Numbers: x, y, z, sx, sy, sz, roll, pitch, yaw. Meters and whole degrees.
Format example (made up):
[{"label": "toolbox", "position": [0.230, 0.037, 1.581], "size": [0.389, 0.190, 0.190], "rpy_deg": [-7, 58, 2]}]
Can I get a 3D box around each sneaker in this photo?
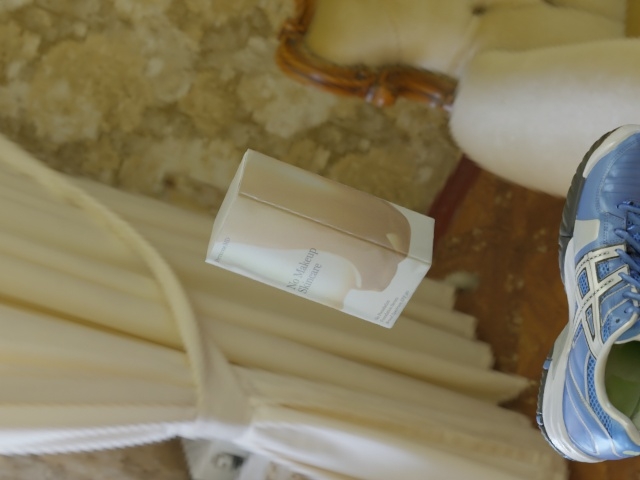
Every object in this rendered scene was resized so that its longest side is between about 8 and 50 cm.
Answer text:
[{"label": "sneaker", "position": [0.191, 0.033, 0.801], "size": [0.081, 0.080, 0.211], "rpy_deg": [175, 102, -71]}]

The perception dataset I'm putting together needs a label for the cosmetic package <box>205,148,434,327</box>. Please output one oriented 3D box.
[{"label": "cosmetic package", "position": [0.000, 0.000, 0.735], "size": [0.041, 0.115, 0.060], "rpy_deg": [-81, 13, -48]}]
